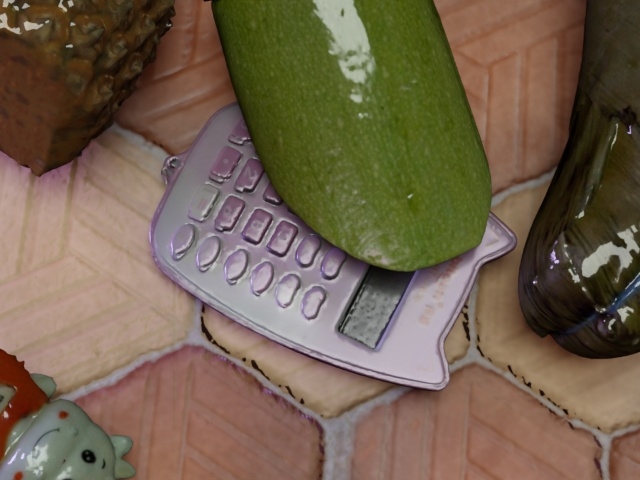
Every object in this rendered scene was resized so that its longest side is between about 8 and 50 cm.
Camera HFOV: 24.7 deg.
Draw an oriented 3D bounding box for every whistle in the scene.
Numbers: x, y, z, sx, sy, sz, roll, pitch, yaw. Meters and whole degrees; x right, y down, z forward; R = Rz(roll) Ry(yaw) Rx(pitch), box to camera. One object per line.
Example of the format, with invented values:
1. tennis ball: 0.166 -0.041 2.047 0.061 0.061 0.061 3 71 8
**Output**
1. whistle: -0.250 0.140 1.117 0.253 0.106 0.102 33 33 6

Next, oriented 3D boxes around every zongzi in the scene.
1. zongzi: 0.235 -0.115 1.179 0.323 0.160 0.360 -36 92 -21

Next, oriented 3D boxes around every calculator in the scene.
1. calculator: 0.000 0.000 1.212 0.294 0.043 0.194 26 74 6

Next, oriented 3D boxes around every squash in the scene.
1. squash: 0.028 -0.109 1.222 0.189 0.189 0.261 -21 100 -11

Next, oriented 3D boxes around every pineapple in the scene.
1. pineapple: -0.178 -0.240 1.200 0.202 0.202 0.362 32 60 5
